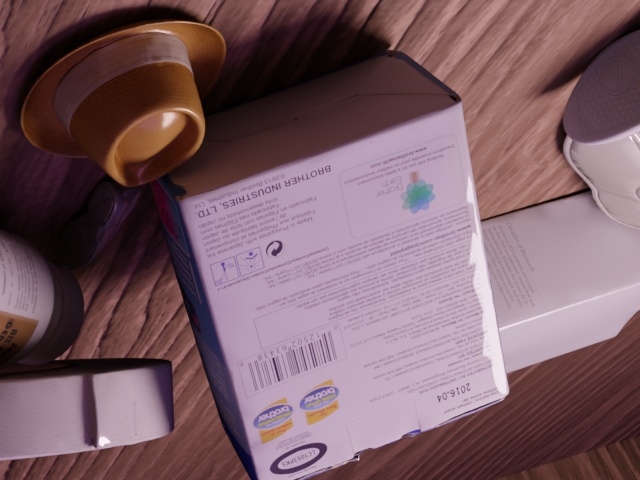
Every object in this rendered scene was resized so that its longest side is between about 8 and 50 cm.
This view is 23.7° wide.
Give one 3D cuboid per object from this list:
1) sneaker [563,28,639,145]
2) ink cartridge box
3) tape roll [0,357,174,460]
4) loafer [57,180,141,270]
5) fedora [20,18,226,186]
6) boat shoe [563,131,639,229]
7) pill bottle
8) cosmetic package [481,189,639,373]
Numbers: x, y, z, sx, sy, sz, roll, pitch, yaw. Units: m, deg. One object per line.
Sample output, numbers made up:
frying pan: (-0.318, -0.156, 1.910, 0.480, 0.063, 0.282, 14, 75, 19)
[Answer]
sneaker: (0.402, -0.186, 1.616, 0.295, 0.105, 0.147, -40, 150, 24)
ink cartridge box: (0.014, 0.057, 1.431, 0.270, 0.151, 0.396, -20, 120, -11)
tape roll: (-0.331, 0.158, 1.440, 0.391, 0.072, 0.392, -3, 178, 0)
loafer: (-0.208, -0.013, 1.449, 0.039, 0.045, 0.125, -14, 155, -43)
fedora: (-0.150, -0.101, 1.247, 0.194, 0.079, 0.194, -21, 160, -8)
boat shoe: (0.372, -0.109, 1.831, 0.099, 0.116, 0.319, -66, 154, -13)
pill bottle: (-0.312, 0.048, 1.350, 0.131, 0.131, 0.229, -30, 159, 15)
cosmetic package: (0.245, 0.074, 2.006, 0.385, 0.156, 0.217, -17, 158, -24)
